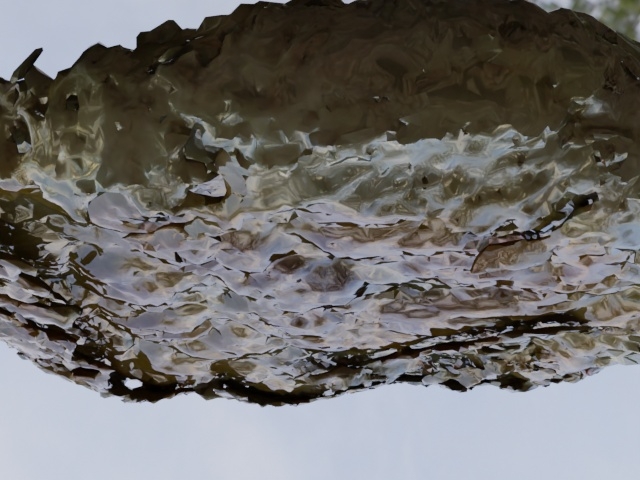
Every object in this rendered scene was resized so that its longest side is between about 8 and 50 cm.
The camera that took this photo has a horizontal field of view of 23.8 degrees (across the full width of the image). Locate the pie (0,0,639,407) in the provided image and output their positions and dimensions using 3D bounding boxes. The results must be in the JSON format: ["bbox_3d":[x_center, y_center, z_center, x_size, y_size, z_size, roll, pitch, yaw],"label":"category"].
[{"bbox_3d":[0.000,0.000,0.444,0.274,0.274,0.055,6,-109,-22],"label":"pie"}]
